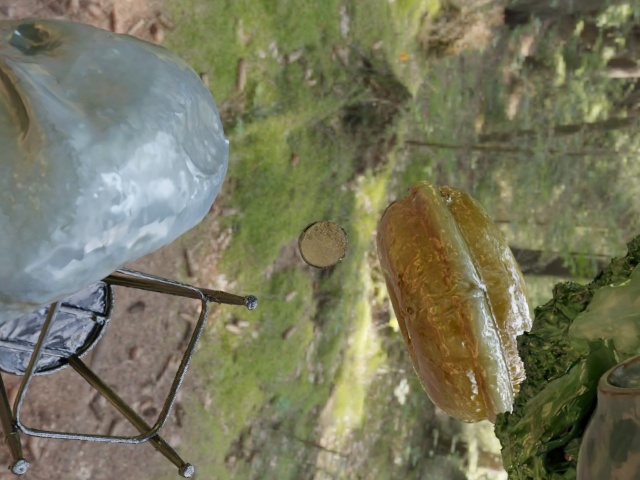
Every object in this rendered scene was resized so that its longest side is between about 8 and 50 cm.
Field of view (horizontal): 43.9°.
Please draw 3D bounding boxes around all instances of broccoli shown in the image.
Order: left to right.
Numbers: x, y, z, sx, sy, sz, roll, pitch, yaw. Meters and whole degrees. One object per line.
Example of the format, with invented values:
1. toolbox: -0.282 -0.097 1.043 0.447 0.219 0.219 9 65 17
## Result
1. broccoli: 0.275 0.134 0.691 0.294 0.265 0.245 -76 149 -51

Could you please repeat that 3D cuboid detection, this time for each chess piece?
1. chess piece: 0.001 0.001 0.996 0.172 0.060 0.060 -121 -147 -87

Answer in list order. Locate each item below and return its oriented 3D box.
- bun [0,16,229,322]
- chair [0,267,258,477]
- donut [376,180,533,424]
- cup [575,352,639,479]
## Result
1. bun: -0.244 -0.067 0.621 0.354 0.355 0.194 -48 127 -53
2. chair: -0.427 0.176 1.470 0.365 0.410 0.361 20 91 -46
3. donut: 0.225 0.103 1.346 0.449 0.198 0.448 -19 90 -88
4. cup: 0.219 0.137 0.440 0.199 0.199 0.149 -23 92 -63
